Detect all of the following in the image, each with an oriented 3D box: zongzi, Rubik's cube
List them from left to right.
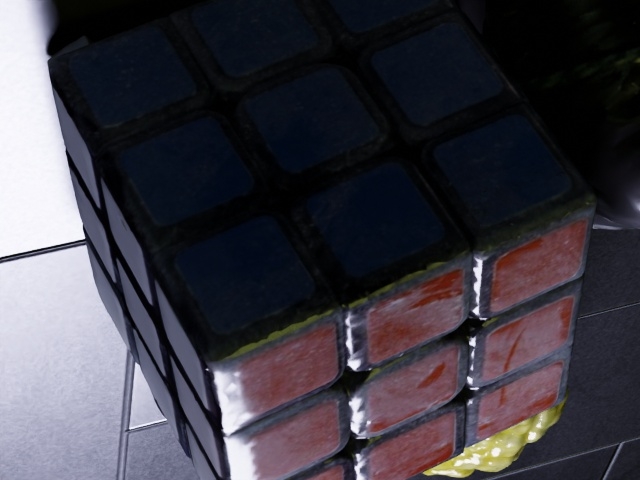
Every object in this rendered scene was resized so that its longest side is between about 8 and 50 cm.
[{"bbox_3d":[0.000,0.000,1.396,0.305,0.301,0.303,-22,147,-15],"label":"Rubik's cube"},{"bbox_3d":[0.212,-0.169,1.450,0.319,0.362,0.383,-28,-174,1],"label":"zongzi"}]

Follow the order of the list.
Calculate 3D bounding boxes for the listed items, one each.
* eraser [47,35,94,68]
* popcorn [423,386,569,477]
[{"bbox_3d":[-0.167,-0.121,1.388,0.038,0.019,0.083,-34,147,12],"label":"eraser"},{"bbox_3d":[0.119,0.138,1.826,0.225,0.173,0.286,0,153,-10],"label":"popcorn"}]
